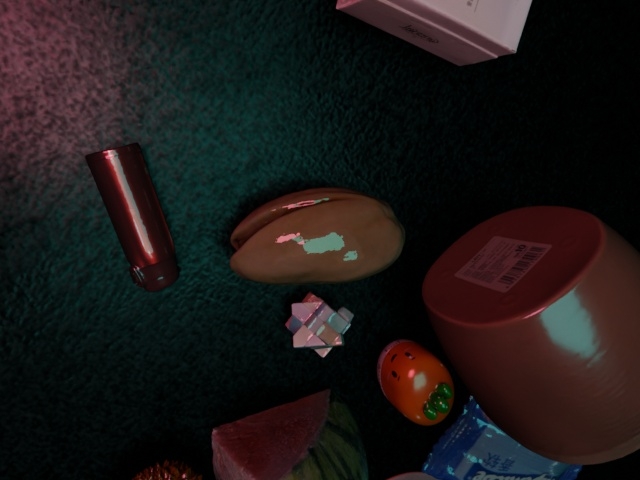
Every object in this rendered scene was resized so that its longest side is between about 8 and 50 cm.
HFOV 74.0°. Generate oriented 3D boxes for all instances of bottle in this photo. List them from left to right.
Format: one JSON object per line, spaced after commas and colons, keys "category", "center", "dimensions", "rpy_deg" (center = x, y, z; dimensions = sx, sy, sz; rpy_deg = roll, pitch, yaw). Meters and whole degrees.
{"category": "bottle", "center": [-0.205, -0.022, 0.477], "dimensions": [0.060, 0.060, 0.164], "rpy_deg": [-19, 109, -15]}

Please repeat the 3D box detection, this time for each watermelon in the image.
{"category": "watermelon", "center": [-0.040, 0.350, 0.600], "dimensions": [0.262, 0.201, 0.212], "rpy_deg": [-32, 117, -60]}

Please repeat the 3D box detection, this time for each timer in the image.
{"category": "timer", "center": [0.147, 0.219, 0.633], "dimensions": [0.099, 0.136, 0.136], "rpy_deg": [-39, 113, -2]}

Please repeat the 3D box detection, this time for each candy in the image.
{"category": "candy", "center": [0.355, 0.389, 0.771], "dimensions": [0.331, 0.077, 0.187], "rpy_deg": [23, 100, -15]}

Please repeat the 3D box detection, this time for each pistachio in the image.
{"category": "pistachio", "center": [0.000, 0.000, 0.528], "dimensions": [0.226, 0.136, 0.135], "rpy_deg": [-7, 105, -13]}

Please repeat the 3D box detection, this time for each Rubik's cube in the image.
{"category": "Rubik's cube", "center": [-0.003, 0.117, 0.577], "dimensions": [0.084, 0.073, 0.075], "rpy_deg": [23, 93, -26]}

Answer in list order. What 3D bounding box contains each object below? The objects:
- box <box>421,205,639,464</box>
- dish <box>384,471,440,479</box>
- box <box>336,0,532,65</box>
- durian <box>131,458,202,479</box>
{"category": "box", "center": [0.294, 0.102, 0.571], "dimensions": [0.301, 0.301, 0.216], "rpy_deg": [-41, 108, -7]}
{"category": "dish", "center": [0.149, 0.539, 0.729], "dimensions": [0.261, 0.085, 0.260], "rpy_deg": [-5, 104, -19]}
{"category": "box", "center": [0.159, -0.379, 0.494], "dimensions": [0.203, 0.116, 0.274], "rpy_deg": [12, 98, -23]}
{"category": "durian", "center": [-0.200, 0.365, 0.531], "dimensions": [0.158, 0.137, 0.167], "rpy_deg": [-25, 100, -16]}
